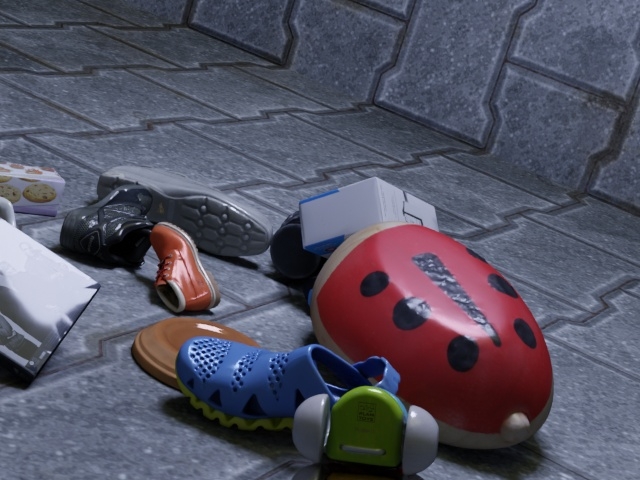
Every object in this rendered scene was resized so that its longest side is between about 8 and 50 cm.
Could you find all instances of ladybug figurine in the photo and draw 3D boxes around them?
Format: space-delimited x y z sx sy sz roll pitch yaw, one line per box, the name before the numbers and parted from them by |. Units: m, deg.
ladybug figurine | 0.163 0.116 1.967 0.305 0.162 0.449 -16 41 -29

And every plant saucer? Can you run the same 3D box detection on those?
plant saucer | -0.153 0.153 1.866 0.200 0.037 0.200 17 16 -5

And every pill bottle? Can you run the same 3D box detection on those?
pill bottle | 0.000 0.000 2.356 0.122 0.123 0.219 23 18 17

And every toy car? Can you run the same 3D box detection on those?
toy car | 0.052 0.244 1.551 0.159 0.182 0.136 5 10 9

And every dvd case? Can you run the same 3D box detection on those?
dvd case | -0.413 0.049 1.715 0.238 0.029 0.179 34 43 -4

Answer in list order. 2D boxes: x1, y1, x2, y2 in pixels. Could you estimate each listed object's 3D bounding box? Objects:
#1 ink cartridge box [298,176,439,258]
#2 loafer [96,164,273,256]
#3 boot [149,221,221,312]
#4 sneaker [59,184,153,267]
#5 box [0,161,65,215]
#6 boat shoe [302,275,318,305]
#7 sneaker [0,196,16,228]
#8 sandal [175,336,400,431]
ink cartridge box | 0.081 -0.020 2.220 0.148 0.086 0.203 -18 -20 27
loafer | -0.220 -0.060 2.342 0.319 0.112 0.111 21 26 13
boot | -0.220 0.040 2.056 0.084 0.059 0.158 -15 61 -44
sneaker | -0.300 -0.019 2.182 0.130 0.087 0.227 24 21 13
box | -0.564 -0.093 2.178 0.324 0.067 0.063 7 20 -33
boat shoe | 0.095 0.078 2.239 0.258 0.109 0.089 12 14 -26
sneaker | -0.493 0.021 1.792 0.126 0.127 0.321 20 18 4
sandal | -0.024 0.175 1.720 0.317 0.138 0.126 16 40 2
